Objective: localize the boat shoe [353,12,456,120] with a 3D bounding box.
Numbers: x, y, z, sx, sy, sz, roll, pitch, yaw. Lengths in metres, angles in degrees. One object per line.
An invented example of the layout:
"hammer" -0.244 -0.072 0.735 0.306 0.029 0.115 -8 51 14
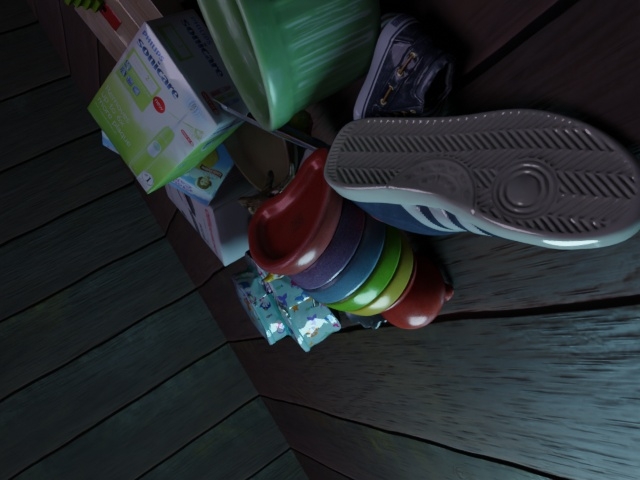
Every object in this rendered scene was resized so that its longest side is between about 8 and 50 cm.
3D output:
"boat shoe" 0.093 -0.162 0.673 0.083 0.065 0.183 49 157 19

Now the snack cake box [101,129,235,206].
"snack cake box" -0.318 -0.211 1.272 0.264 0.152 0.089 31 160 -10

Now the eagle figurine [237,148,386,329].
"eagle figurine" -0.008 0.007 1.049 0.298 0.225 0.226 38 -145 -31

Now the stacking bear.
"stacking bear" 0.064 0.033 0.829 0.289 0.175 0.164 31 -150 -31

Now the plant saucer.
"plant saucer" -0.129 -0.216 1.138 0.278 0.041 0.278 43 151 31

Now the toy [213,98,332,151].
"toy" -0.031 -0.167 0.860 0.237 0.056 0.137 28 -176 -4

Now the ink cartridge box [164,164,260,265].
"ink cartridge box" -0.284 -0.121 1.482 0.307 0.129 0.223 46 154 29

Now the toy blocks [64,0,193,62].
"toy blocks" -0.348 -0.440 1.195 0.261 0.191 0.381 53 151 -19

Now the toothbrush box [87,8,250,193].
"toothbrush box" -0.279 -0.246 1.077 0.283 0.122 0.206 -28 98 44

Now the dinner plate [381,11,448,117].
"dinner plate" 0.107 -0.204 0.701 0.141 0.017 0.141 45 153 31

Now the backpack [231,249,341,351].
"backpack" -0.073 0.123 1.282 0.254 0.191 0.225 54 171 -10

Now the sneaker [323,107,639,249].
"sneaker" 0.175 -0.057 0.638 0.350 0.131 0.148 18 171 40

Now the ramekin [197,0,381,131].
"ramekin" -0.053 -0.295 0.677 0.303 0.148 0.303 63 171 17
